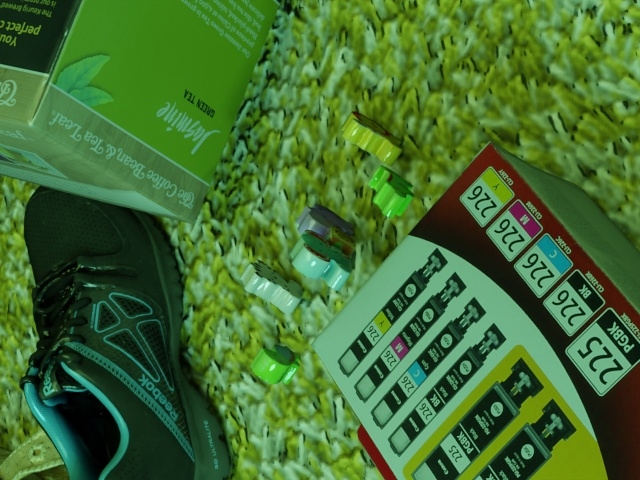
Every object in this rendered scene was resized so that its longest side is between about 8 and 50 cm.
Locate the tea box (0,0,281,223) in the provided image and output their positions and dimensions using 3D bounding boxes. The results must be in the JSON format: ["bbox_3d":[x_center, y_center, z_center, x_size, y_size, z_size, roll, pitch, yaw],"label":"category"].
[{"bbox_3d":[-0.229,-0.222,1.149,0.329,0.220,0.323,15,79,34],"label":"tea box"}]

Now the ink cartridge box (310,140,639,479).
[{"bbox_3d":[0.140,0.142,0.922,0.272,0.130,0.309,-50,50,18],"label":"ink cartridge box"}]

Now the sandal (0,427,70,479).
[{"bbox_3d":[-0.251,0.193,1.223,0.240,0.088,0.079,11,96,38],"label":"sandal"}]

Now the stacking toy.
[{"bbox_3d":[0.000,0.000,1.030,0.052,0.221,0.167,31,104,-9],"label":"stacking toy"}]

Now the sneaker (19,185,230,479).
[{"bbox_3d":[-0.188,0.082,1.165,0.125,0.139,0.341,-38,64,26],"label":"sneaker"}]
